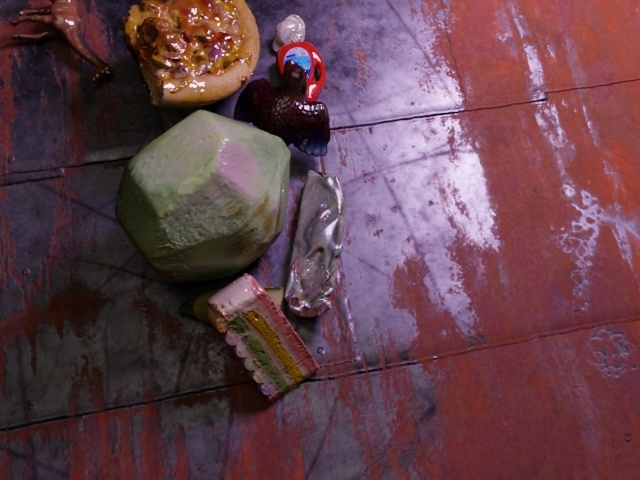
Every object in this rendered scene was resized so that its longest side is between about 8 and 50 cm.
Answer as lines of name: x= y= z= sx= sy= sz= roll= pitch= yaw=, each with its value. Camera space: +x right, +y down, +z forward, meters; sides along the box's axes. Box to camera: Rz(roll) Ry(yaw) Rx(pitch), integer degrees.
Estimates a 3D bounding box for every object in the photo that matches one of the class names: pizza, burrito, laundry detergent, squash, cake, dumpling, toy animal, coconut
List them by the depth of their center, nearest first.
cake: x=-0.097 y=0.171 z=1.314 sx=0.109 sy=0.090 sz=0.225 roll=-37 pitch=100 yaw=-12
coconut: x=-0.191 y=-0.081 z=1.353 sx=0.328 sy=0.328 sz=0.281 roll=-34 pitch=55 yaw=-13
squash: x=-0.165 y=0.125 z=1.382 sx=0.200 sy=0.090 sz=0.075 roll=-1 pitch=33 yaw=3
burrito: x=-0.003 y=0.001 z=1.439 sx=0.096 sy=0.066 sz=0.309 roll=4 pitch=64 yaw=6
toy animal: x=-0.074 y=-0.250 z=1.491 sx=0.218 sy=0.180 sz=0.116 roll=29 pitch=44 yaw=14
pizza: x=-0.255 y=-0.393 z=1.530 sx=0.277 sy=0.114 sz=0.409 roll=30 pitch=42 yaw=2
laundry detergent: x=-0.032 y=-0.332 z=1.597 sx=0.097 sy=0.049 sz=0.165 roll=-14 pitch=69 yaw=-9
dumpling: x=-0.066 y=-0.438 z=1.637 sx=0.057 sy=0.052 sz=0.076 roll=25 pitch=58 yaw=23
toy animal: x=-0.544 y=-0.438 z=1.640 sx=0.229 sy=0.066 sz=0.224 roll=5 pitch=66 yaw=-2

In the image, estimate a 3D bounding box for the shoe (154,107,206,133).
shoe: x=-0.276 y=-0.253 z=1.538 sx=0.098 sy=0.103 sz=0.275 roll=-20 pitch=73 yaw=-8
